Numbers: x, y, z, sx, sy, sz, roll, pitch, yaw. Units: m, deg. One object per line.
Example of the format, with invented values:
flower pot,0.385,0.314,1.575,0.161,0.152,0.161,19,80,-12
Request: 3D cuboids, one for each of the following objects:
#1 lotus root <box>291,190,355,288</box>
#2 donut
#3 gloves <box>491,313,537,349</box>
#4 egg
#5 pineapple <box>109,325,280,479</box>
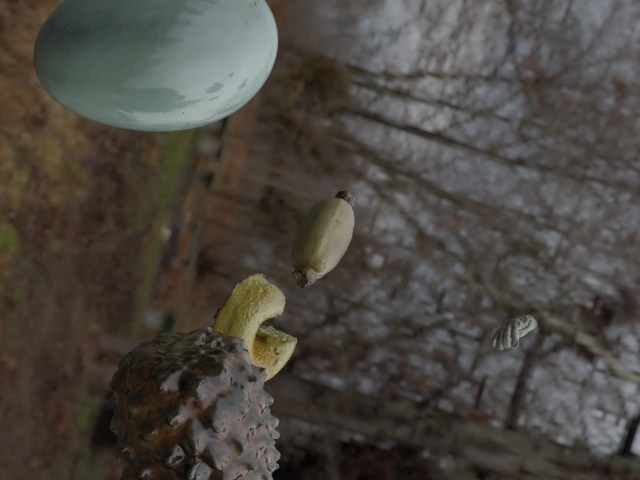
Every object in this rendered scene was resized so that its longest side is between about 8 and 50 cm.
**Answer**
lotus root,0.000,0.000,1.871,0.073,0.062,0.150,-26,-149,52
donut,-0.101,0.145,2.240,0.146,0.078,0.181,-47,150,-30
gloves,0.269,0.125,2.095,0.081,0.037,0.044,-38,162,-27
egg,-0.174,-0.206,1.622,0.183,0.264,0.183,171,-90,-72
pineapple,-0.116,0.272,1.505,0.175,0.175,0.361,-86,173,-74
